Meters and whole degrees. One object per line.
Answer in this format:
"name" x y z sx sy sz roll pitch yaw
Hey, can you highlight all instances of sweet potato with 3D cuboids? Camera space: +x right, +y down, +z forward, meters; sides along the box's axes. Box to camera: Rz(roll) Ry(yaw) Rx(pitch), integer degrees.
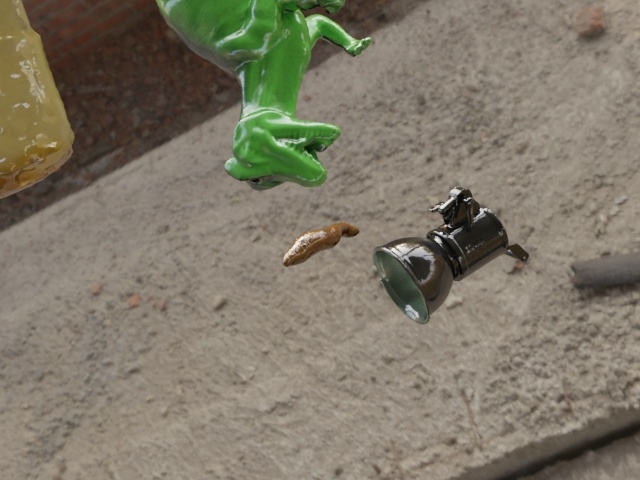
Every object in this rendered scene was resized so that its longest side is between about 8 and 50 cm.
"sweet potato" 0.003 0.000 1.148 0.044 0.044 0.179 13 27 36

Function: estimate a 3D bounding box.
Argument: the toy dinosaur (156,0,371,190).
"toy dinosaur" -0.171 -0.259 0.882 0.500 0.144 0.374 10 81 24

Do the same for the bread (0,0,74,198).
"bread" -0.343 -0.101 0.546 0.279 0.207 0.279 -22 12 -29

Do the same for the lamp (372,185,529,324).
"lamp" 0.216 0.011 1.282 0.227 0.172 0.147 -32 25 -16
